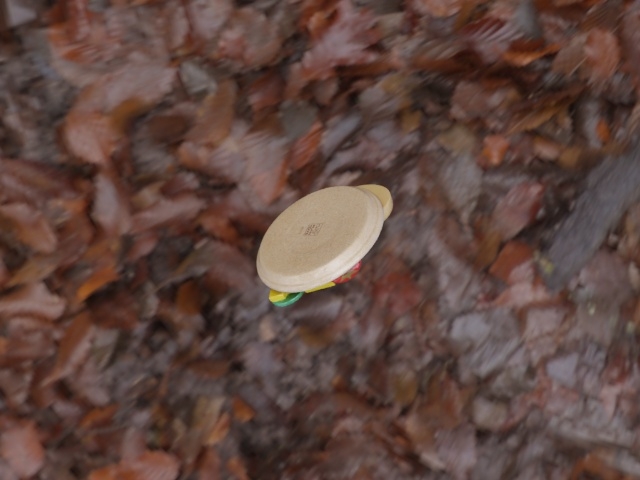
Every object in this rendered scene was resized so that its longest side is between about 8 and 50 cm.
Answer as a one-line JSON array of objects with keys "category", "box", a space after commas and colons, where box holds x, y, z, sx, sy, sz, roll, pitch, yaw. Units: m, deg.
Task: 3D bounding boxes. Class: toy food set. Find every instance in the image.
[{"category": "toy food set", "box": [0.000, 0.000, 0.857, 0.082, 0.083, 0.020, -16, 129, 24]}]
